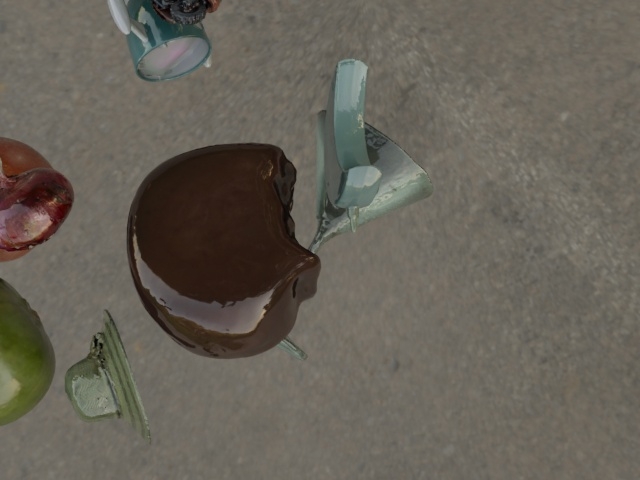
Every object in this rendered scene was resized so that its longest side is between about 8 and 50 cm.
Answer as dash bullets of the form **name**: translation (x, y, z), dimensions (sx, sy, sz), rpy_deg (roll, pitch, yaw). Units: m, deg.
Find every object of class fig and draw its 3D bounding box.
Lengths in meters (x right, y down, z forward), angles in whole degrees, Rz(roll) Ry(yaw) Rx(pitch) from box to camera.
- **fig**: translation (-0.647, 0.219, 1.573), dimensions (0.316, 0.316, 0.316), rpy_deg (1, 106, 3)

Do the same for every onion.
- **onion**: translation (-0.448, -0.069, 1.288), dimensions (0.150, 0.150, 0.140), rpy_deg (-21, 129, 8)

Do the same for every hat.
- **hat**: translation (-0.379, 0.250, 1.500), dimensions (0.110, 0.252, 0.251), rpy_deg (-18, 106, -19)

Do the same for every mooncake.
- **mooncake**: translation (-0.143, 0.006, 1.361), dimensions (0.326, 0.174, 0.334), rpy_deg (37, 66, 26)

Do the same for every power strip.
- **power strip**: translation (0.045, -0.132, 1.307), dimensions (0.054, 0.253, 0.167), rpy_deg (1, 150, -10)

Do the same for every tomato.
- **tomato**: translation (-0.684, -0.088, 1.814), dimensions (0.265, 0.265, 0.264), rpy_deg (1, 106, 3)

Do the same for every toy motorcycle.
- **toy motorcycle**: translation (-0.266, -0.468, 1.643), dimensions (0.118, 0.212, 0.084), rpy_deg (-30, 145, -26)

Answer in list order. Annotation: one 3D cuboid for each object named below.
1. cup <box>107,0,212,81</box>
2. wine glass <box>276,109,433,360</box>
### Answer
- **cup**: translation (-0.328, -0.444, 1.809), dimensions (0.168, 0.300, 0.173), rpy_deg (-28, 73, 23)
- **wine glass**: translation (0.000, 0.000, 1.603), dimensions (0.267, 0.267, 0.406), rpy_deg (34, 79, -7)
